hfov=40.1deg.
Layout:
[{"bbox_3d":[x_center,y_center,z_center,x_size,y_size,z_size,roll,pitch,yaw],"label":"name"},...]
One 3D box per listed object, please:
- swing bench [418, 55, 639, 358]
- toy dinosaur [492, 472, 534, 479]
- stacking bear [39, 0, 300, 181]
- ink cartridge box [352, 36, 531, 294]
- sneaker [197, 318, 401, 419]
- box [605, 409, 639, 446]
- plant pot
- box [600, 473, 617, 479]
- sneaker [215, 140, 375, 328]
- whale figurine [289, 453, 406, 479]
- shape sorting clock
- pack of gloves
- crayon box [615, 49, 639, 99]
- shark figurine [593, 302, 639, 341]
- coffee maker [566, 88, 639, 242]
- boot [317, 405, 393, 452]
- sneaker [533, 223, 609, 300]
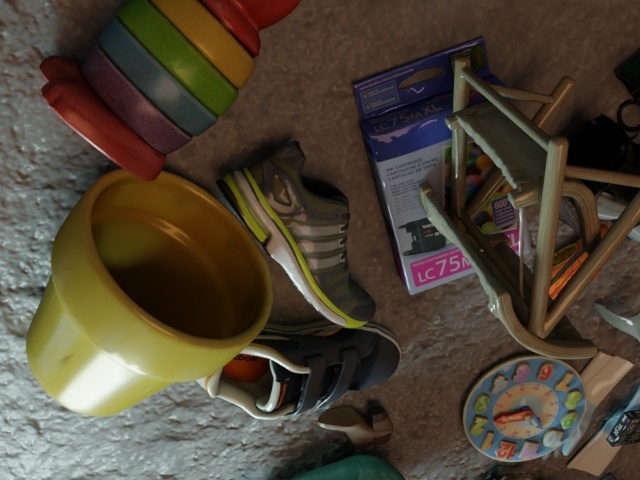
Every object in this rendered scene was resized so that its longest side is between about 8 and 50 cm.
[{"bbox_3d":[0.232,-0.040,1.003,0.165,0.253,0.255,6,118,-20],"label":"swing bench"},{"bbox_3d":[0.276,0.496,1.508,0.321,0.164,0.219,5,106,3],"label":"toy dinosaur"},{"bbox_3d":[-0.136,-0.217,0.932,0.289,0.175,0.164,-44,120,4],"label":"stacking bear"},{"bbox_3d":[0.165,-0.088,1.145,0.185,0.065,0.311,-20,122,-3],"label":"ink cartridge box"},{"bbox_3d":[-0.026,0.183,1.220,0.321,0.127,0.126,5,118,-19],"label":"sneaker"},{"bbox_3d":[0.531,0.316,1.484,0.083,0.018,0.067,-1,125,-29],"label":"box"},{"bbox_3d":[-0.225,0.080,1.046,0.254,0.254,0.239,29,126,-28],"label":"plant pot"},{"bbox_3d":[0.483,0.573,1.583,0.247,0.142,0.163,-36,123,8],"label":"box"},{"bbox_3d":[0.000,0.000,1.127,0.121,0.111,0.300,-38,126,3],"label":"sneaker"},{"bbox_3d":[0.011,0.402,1.371,0.271,0.141,0.216,4,153,7],"label":"whale figurine"},{"bbox_3d":[0.330,0.273,1.409,0.206,0.040,0.206,-3,119,-5],"label":"shape sorting clock"},{"bbox_3d":[0.479,0.310,1.480,0.195,0.046,0.232,22,113,-25],"label":"pack of gloves"},{"bbox_3d":[0.575,-0.249,1.142,0.323,0.083,0.203,-41,122,11],"label":"crayon box"},{"bbox_3d":[0.558,0.173,1.391,0.278,0.116,0.166,5,86,-27],"label":"shark figurine"},{"bbox_3d":[0.418,-0.086,1.160,0.178,0.120,0.171,15,142,-35],"label":"coffee maker"},{"bbox_3d":[0.056,0.298,1.363,0.118,0.042,0.087,-6,130,-4],"label":"boot"},{"bbox_3d":[0.353,0.044,1.274,0.067,0.064,0.175,33,105,-19],"label":"sneaker"}]
